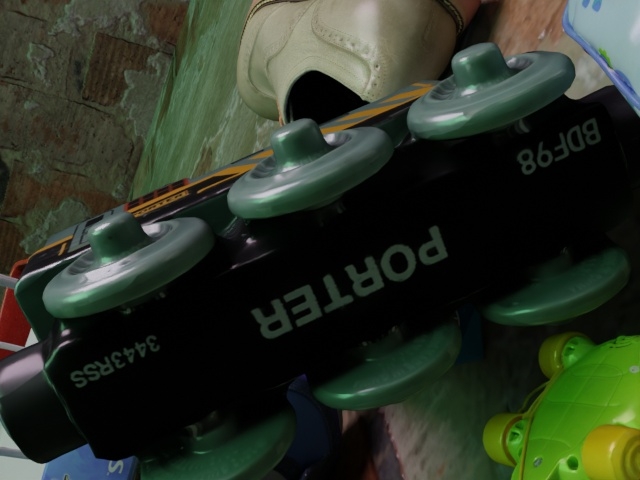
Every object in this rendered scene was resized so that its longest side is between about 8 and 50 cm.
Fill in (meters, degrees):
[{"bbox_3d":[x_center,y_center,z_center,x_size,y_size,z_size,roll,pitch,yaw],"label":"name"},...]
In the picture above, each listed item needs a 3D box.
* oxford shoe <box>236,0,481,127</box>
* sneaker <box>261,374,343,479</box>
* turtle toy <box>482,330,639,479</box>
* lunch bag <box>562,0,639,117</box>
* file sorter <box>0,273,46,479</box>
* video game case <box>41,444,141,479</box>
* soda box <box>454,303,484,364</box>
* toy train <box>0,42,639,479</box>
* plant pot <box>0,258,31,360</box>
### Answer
[{"bbox_3d":[-0.012,-0.152,0.749,0.147,0.140,0.397,-67,18,-10],"label":"oxford shoe"},{"bbox_3d":[-0.065,0.262,0.620,0.236,0.130,0.323,-87,15,-54],"label":"sneaker"},{"bbox_3d":[0.120,0.093,0.339,0.130,0.066,0.095,-50,11,-19],"label":"turtle toy"},{"bbox_3d":[0.189,-0.099,0.277,0.176,0.090,0.219,-57,28,34],"label":"lunch bag"},{"bbox_3d":[-0.305,0.162,0.700,0.192,0.173,0.278,8,79,49],"label":"file sorter"},{"bbox_3d":[-0.154,0.193,0.616,0.244,0.061,0.270,41,-115,-88],"label":"video game case"},{"bbox_3d":[0.036,0.047,0.597,0.210,0.071,0.067,-175,78,-70],"label":"soda box"},{"bbox_3d":[0.000,0.000,0.415,0.142,0.333,0.190,66,174,-18],"label":"toy train"},{"bbox_3d":[-0.215,0.169,0.913,0.267,0.235,0.267,-10,65,45],"label":"plant pot"}]
